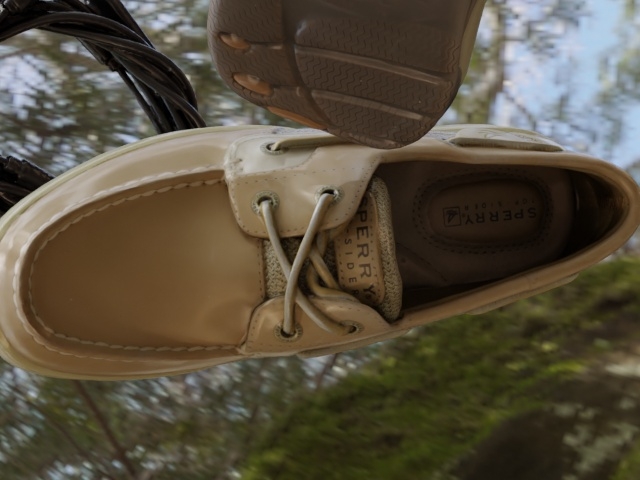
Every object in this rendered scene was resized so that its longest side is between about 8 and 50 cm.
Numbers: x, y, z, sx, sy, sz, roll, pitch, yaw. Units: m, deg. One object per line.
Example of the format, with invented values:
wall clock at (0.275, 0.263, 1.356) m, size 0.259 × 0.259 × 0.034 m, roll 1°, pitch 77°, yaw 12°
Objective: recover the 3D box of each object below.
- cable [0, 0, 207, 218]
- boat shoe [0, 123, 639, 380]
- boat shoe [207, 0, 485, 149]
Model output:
cable at (-0.153, -0.071, 1.173) m, size 0.150 × 0.047 × 0.184 m, roll -35°, pitch -87°, yaw -25°
boat shoe at (0.000, 0.000, 0.864) m, size 0.302 × 0.098 × 0.109 m, roll -8°, pitch -84°, yaw -23°
boat shoe at (0.044, -0.181, 0.705) m, size 0.132 × 0.355 × 0.130 m, roll 25°, pitch -126°, yaw -4°
